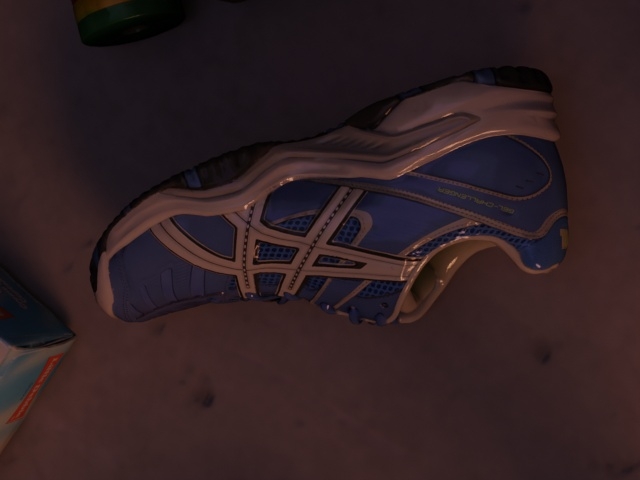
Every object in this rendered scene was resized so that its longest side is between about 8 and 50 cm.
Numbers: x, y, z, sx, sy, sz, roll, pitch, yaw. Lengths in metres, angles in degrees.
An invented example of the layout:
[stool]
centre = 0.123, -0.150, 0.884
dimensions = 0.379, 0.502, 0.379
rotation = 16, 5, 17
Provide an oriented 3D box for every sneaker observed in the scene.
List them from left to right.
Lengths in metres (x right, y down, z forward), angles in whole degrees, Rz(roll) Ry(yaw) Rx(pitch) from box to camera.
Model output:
[sneaker]
centre = 0.000, 0.000, 0.747
dimensions = 0.211, 0.080, 0.081
rotation = -20, 82, 24

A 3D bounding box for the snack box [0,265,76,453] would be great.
[snack box]
centre = -0.285, 0.019, 0.879
dimensions = 0.322, 0.060, 0.187
rotation = 40, 107, 16

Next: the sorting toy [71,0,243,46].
[sorting toy]
centre = -0.001, -0.141, 0.711
dimensions = 0.274, 0.132, 0.046
rotation = -17, 84, 23
